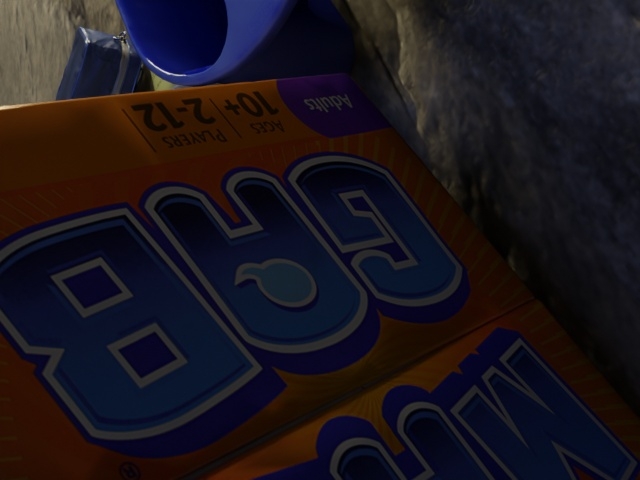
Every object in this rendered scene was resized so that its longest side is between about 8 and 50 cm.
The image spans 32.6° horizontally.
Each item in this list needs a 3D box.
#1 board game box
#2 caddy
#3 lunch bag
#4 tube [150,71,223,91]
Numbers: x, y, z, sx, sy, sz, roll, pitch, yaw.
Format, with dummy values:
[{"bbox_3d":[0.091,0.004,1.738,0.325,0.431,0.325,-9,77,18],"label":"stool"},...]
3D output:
[{"bbox_3d":[-0.080,0.171,0.560,0.356,0.357,0.356,52,125,15],"label":"board game box"},{"bbox_3d":[-0.067,-0.263,0.814,0.241,0.179,0.341,-50,51,33],"label":"caddy"},{"bbox_3d":[-0.206,-0.154,1.042,0.098,0.065,0.067,-66,28,20],"label":"lunch bag"},{"bbox_3d":[-0.136,-0.209,0.978,0.070,0.062,0.240,-18,59,3],"label":"tube"}]
